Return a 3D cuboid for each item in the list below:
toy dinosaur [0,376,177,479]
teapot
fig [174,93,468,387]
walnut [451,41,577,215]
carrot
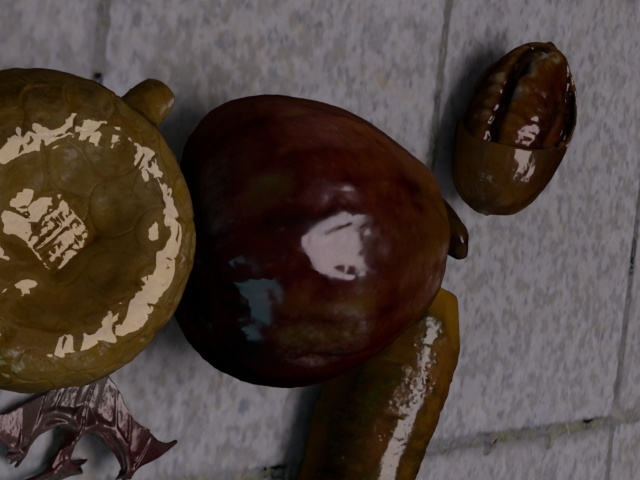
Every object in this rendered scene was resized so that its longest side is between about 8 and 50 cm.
[{"bbox_3d":[-0.179,0.132,1.379,0.220,0.032,0.108,17,86,-47],"label":"toy dinosaur"},{"bbox_3d":[-0.200,0.002,1.220,0.311,0.167,0.203,-45,107,-19],"label":"teapot"},{"bbox_3d":[-0.012,0.002,1.453,0.263,0.224,0.224,8,90,-61],"label":"fig"},{"bbox_3d":[0.191,-0.113,1.827,0.207,0.116,0.116,-63,142,-28],"label":"walnut"},{"bbox_3d":[0.042,0.179,1.655,0.114,0.114,0.302,34,71,-54],"label":"carrot"}]
